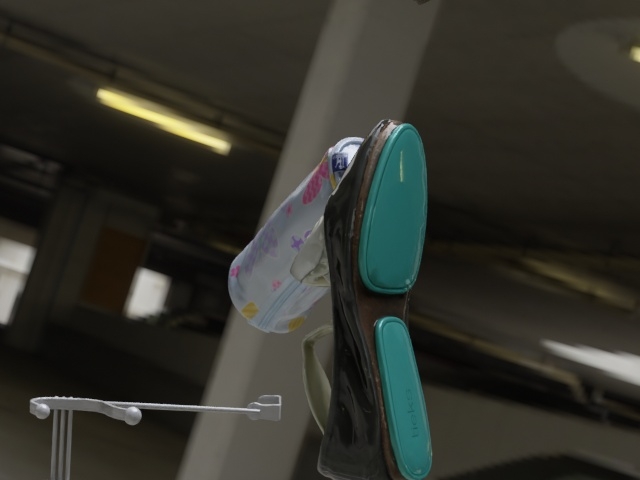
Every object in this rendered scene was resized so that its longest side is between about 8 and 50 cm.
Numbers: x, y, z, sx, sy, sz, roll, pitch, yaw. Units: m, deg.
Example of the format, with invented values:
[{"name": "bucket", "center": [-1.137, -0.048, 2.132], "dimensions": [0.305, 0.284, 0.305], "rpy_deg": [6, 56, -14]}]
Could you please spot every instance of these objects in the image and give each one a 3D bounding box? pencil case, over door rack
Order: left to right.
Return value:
[{"name": "over door rack", "center": [-0.199, 0.313, 1.949], "dimensions": [0.324, 0.240, 0.108], "rpy_deg": [2, 8, -15]}, {"name": "pencil case", "center": [0.000, 0.000, 1.773], "dimensions": [0.113, 0.124, 0.273], "rpy_deg": [16, -37, -25]}]

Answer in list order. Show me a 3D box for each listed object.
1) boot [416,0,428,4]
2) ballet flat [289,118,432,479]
[{"name": "boot", "center": [0.050, -0.305, 1.355], "dimensions": [0.082, 0.219, 0.106], "rpy_deg": [-19, -29, 9]}, {"name": "ballet flat", "center": [0.025, 0.049, 1.173], "dimensions": [0.096, 0.280, 0.095], "rpy_deg": [-6, -13, 31]}]
